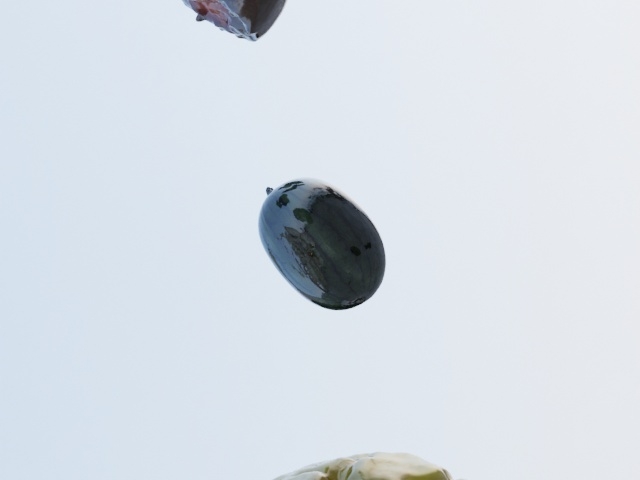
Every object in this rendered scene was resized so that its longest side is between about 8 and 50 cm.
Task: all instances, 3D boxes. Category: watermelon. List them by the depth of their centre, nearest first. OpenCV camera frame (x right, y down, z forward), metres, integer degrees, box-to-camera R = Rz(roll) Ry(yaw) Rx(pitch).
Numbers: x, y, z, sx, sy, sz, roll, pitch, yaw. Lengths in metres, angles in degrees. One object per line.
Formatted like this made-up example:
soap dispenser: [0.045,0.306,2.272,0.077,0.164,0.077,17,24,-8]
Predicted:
watermelon: [0.000,0.000,1.394,0.078,0.110,0.078,-41,-2,-2]

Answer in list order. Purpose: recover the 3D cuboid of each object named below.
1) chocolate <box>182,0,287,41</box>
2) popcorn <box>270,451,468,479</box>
chocolate: [-0.076,-0.180,1.180,0.127,0.124,0.133,-38,-40,6]
popcorn: [0.016,0.387,1.844,0.344,0.390,0.354,64,-156,-18]
